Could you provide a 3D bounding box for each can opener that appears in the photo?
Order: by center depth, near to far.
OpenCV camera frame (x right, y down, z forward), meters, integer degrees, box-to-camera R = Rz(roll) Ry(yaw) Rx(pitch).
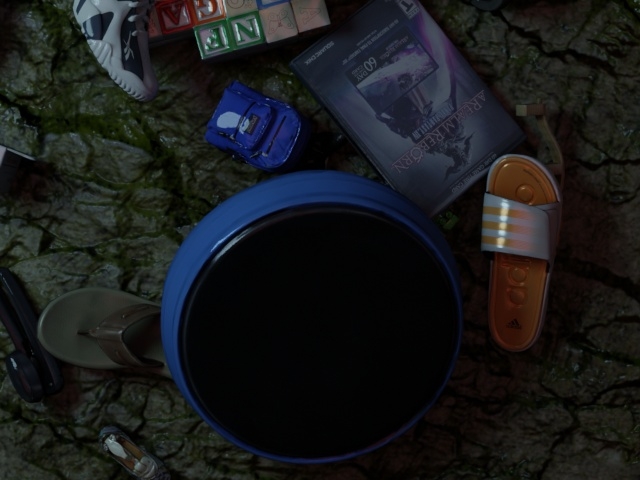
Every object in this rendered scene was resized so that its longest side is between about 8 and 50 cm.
[{"bbox_3d":[-0.388,0.121,1.696,0.059,0.073,0.186,-22,82,7],"label":"can opener"}]

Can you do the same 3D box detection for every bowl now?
[{"bbox_3d":[-0.005,0.107,1.627,0.391,0.077,0.391,-3,111,-9],"label":"bowl"}]

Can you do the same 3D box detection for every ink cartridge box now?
[{"bbox_3d":[-0.452,-0.108,1.665,0.180,0.104,0.060,22,90,-1],"label":"ink cartridge box"}]

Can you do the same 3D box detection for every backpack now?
[{"bbox_3d":[-0.080,-0.140,1.672,0.120,0.101,0.098,27,96,13],"label":"backpack"}]

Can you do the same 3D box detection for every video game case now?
[{"bbox_3d":[0.118,-0.181,1.698,0.196,0.026,0.274,-40,91,-16],"label":"video game case"}]

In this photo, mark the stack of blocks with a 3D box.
[{"bbox_3d":[-0.151,-0.317,1.680,0.297,0.087,0.171,-15,91,-1],"label":"stack of blocks"}]

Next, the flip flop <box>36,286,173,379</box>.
[{"bbox_3d":[-0.229,0.129,1.677,0.277,0.080,0.112,17,77,-3],"label":"flip flop"}]

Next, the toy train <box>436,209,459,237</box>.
[{"bbox_3d":[0.153,-0.006,1.729,0.024,0.017,0.083,42,89,-12],"label":"toy train"}]

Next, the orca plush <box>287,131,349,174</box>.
[{"bbox_3d":[0.000,0.000,1.681,0.151,0.102,0.287,13,90,-2],"label":"orca plush"}]

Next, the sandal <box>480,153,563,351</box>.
[{"bbox_3d":[0.258,0.023,1.675,0.102,0.076,0.265,3,101,19],"label":"sandal"}]

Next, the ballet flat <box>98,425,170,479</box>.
[{"bbox_3d":[-0.248,0.290,1.709,0.114,0.041,0.041,39,90,-2],"label":"ballet flat"}]

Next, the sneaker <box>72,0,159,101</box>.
[{"bbox_3d":[-0.222,-0.301,1.586,0.153,0.094,0.235,-29,81,8],"label":"sneaker"}]

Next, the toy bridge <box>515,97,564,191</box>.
[{"bbox_3d":[0.293,-0.095,1.716,0.063,0.026,0.188,-6,100,-25],"label":"toy bridge"}]

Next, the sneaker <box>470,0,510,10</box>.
[{"bbox_3d":[0.188,-0.425,1.700,0.106,0.101,0.267,-31,86,-28],"label":"sneaker"}]
